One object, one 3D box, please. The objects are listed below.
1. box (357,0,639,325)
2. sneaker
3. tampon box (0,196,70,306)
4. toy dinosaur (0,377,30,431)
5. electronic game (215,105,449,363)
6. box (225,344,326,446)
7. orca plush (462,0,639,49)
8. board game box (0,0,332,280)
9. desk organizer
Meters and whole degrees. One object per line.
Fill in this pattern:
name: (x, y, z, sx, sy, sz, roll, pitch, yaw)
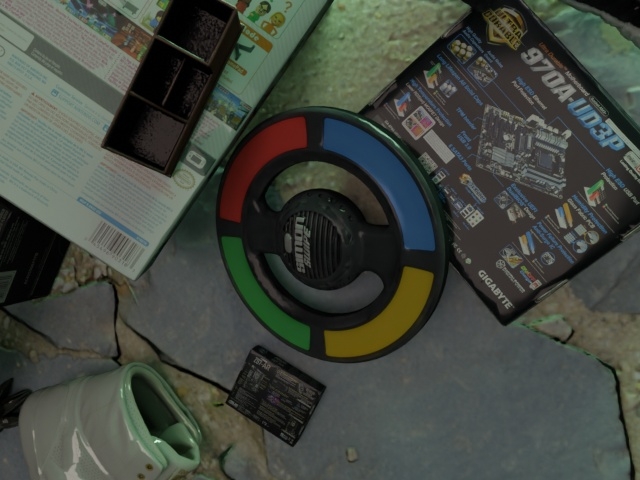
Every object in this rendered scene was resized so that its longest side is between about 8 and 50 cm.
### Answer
box: (0.151, -0.068, 0.458, 0.175, 0.051, 0.220, -41, 82, 16)
sneaker: (-0.189, 0.272, 0.558, 0.169, 0.108, 0.293, -22, 87, 20)
tampon box: (-0.367, -0.020, 0.590, 0.160, 0.101, 0.121, 29, 102, 12)
toy dinosaur: (-0.461, 0.177, 0.573, 0.321, 0.218, 0.165, -28, 87, 17)
electronic game: (0.000, 0.000, 0.483, 0.229, 0.048, 0.230, 10, 111, 29)
box: (-0.046, 0.155, 0.551, 0.083, 0.018, 0.067, 28, 101, 13)
orca plush: (0.171, -0.225, 0.384, 0.151, 0.102, 0.287, -38, 81, -19)
board game box: (-0.156, -0.157, 0.463, 0.224, 0.097, 0.303, 35, 94, -8)
desk organizer: (-0.105, -0.113, 0.399, 0.047, 0.050, 0.130, 27, 94, -8)
